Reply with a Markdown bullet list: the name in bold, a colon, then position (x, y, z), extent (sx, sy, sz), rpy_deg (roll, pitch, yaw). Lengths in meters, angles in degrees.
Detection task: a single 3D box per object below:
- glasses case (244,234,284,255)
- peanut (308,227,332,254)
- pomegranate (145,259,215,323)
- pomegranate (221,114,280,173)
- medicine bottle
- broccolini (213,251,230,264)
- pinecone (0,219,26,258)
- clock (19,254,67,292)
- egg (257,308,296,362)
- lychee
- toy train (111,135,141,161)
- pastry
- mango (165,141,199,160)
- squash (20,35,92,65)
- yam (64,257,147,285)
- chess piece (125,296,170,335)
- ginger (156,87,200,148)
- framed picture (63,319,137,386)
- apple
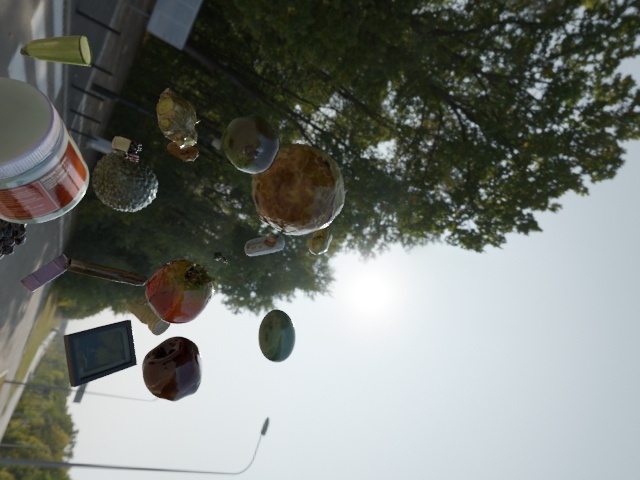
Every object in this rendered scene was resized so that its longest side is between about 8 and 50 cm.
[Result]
- **glasses case**: position (-0.234, 0.020, 1.695), extent (0.178, 0.045, 0.067), rpy_deg (-11, -117, 16)
- **peanut**: position (0.000, 0.000, 1.942), extent (0.214, 0.090, 0.098), rpy_deg (-67, 151, -58)
- **pomegranate**: position (-0.448, 0.161, 1.323), extent (0.235, 0.210, 0.210), rpy_deg (-37, -139, 26)
- **pomegranate**: position (-0.214, -0.307, 1.262), extent (0.180, 0.180, 0.209), rpy_deg (-55, -154, 23)
- **medicine bottle**: position (-0.704, -0.196, 0.936), extent (0.241, 0.252, 0.252), rpy_deg (113, -16, -63)
- **broccolini**: position (-0.447, 0.081, 1.870), extent (0.218, 0.042, 0.044), rpy_deg (9, -90, 59)
- **pinecone**: position (-1.378, -0.090, 1.585), extent (0.398, 0.398, 0.398), rpy_deg (-37, -138, 43)
- **clock**: position (-0.939, 0.115, 1.394), extent (0.153, 0.050, 0.110), rpy_deg (-44, -163, -34)
- **egg**: position (-0.192, 0.422, 1.795), extent (0.169, 0.169, 0.236), rpy_deg (13, -70, 60)
- **lychee**: position (-0.824, -0.249, 1.716), extent (0.255, 0.255, 0.274), rpy_deg (-106, -170, -47)
- **toy train**: position (-0.644, -0.302, 1.350), extent (0.138, 0.087, 0.050), rpy_deg (-2, -107, 65)
- **pastry**: position (-0.090, -0.198, 1.632), extent (0.388, 0.388, 0.312), rpy_deg (-60, -161, 16)
- **mango**: position (-0.515, -0.338, 1.517), extent (0.077, 0.127, 0.063), rpy_deg (-55, 160, -58)
- **squash**: position (-0.870, -0.617, 1.325), extent (0.094, 0.224, 0.094), rpy_deg (179, -90, -89)
- **yam**: position (-0.738, 0.113, 1.411), extent (0.046, 0.264, 0.046), rpy_deg (-28, -128, 43)
- **chess piece**: position (-0.723, 0.306, 1.697), extent (0.200, 0.090, 0.090), rpy_deg (30, -81, 24)
- **ginger**: position (-0.456, -0.382, 1.295), extent (0.102, 0.157, 0.216), rpy_deg (-16, -114, 13)
- **framed picture**: position (-0.561, 0.285, 1.048), extent (0.023, 0.168, 0.128), rpy_deg (-10, -92, 31)
- **apple**: position (-0.553, 0.485, 1.529), extent (0.234, 0.234, 0.234), rpy_deg (-37, -138, 43)
